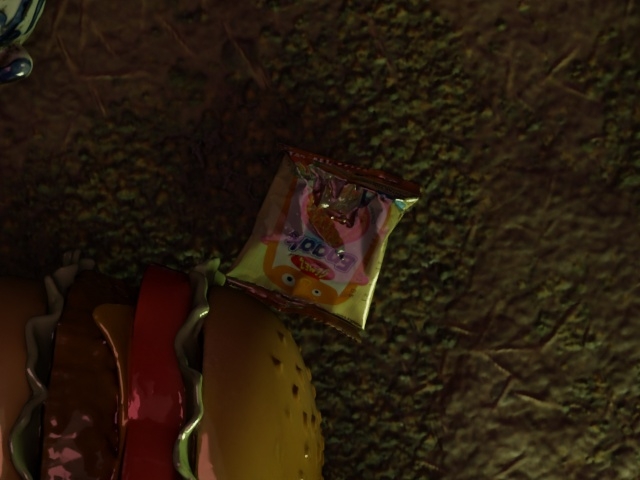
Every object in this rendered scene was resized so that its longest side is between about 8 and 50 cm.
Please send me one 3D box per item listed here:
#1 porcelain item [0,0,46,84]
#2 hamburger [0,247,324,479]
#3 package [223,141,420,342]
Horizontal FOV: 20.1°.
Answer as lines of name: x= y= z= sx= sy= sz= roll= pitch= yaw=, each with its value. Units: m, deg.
porcelain item: x=-0.285 y=-0.168 z=1.125 sx=0.138 sy=0.288 sz=0.186 roll=17 pitch=122 yaw=34
hamburger: x=-0.103 y=0.142 z=1.152 sx=0.212 sy=0.274 sz=0.275 roll=3 pitch=93 yaw=3
package: x=0.001 y=-0.002 z=1.269 sx=0.108 sy=0.031 sz=0.121 roll=21 pitch=92 yaw=-5
